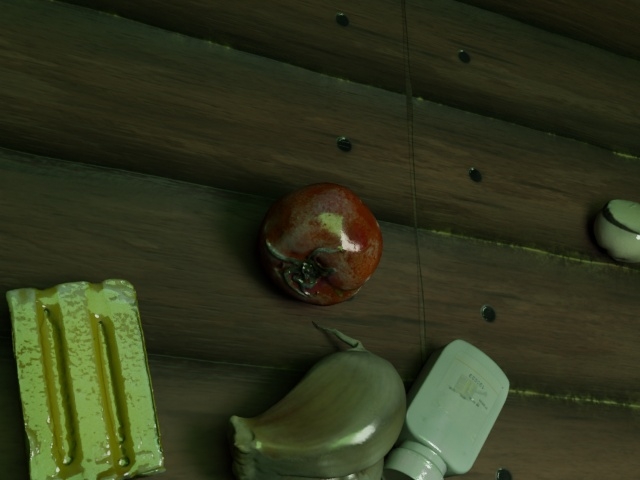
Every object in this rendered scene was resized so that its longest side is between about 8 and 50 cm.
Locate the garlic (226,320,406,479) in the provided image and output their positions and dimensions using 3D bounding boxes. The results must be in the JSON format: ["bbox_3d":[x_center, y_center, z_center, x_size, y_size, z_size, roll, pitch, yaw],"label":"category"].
[{"bbox_3d":[0.022,0.325,1.271,0.246,0.231,0.340,9,33,26],"label":"garlic"}]

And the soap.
[{"bbox_3d":[-0.366,0.224,1.152,0.199,0.091,0.315,-6,71,-29],"label":"soap"}]

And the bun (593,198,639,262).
[{"bbox_3d":[0.727,-0.008,1.764,0.173,0.120,0.173,9,32,-6],"label":"bun"}]

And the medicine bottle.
[{"bbox_3d":[0.225,0.335,1.380,0.161,0.111,0.296,40,55,-4],"label":"medicine bottle"}]

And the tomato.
[{"bbox_3d":[0.002,-0.002,1.359,0.232,0.232,0.188,33,36,-10],"label":"tomato"}]
